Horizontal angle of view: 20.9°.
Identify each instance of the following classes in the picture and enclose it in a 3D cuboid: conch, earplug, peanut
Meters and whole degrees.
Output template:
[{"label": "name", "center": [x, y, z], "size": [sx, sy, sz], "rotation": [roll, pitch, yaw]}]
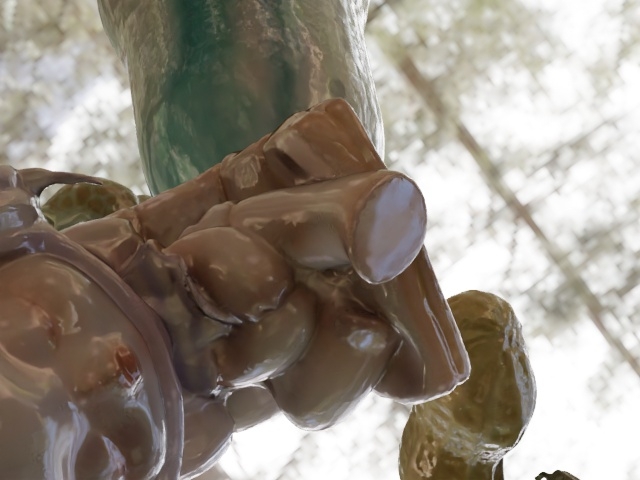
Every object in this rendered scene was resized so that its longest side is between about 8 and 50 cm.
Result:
[{"label": "conch", "center": [-0.237, -0.001, 1.731], "size": [0.116, 0.106, 0.173], "rotation": [-7, -148, 51]}, {"label": "earplug", "center": [-0.038, -0.084, 1.026], "size": [0.185, 0.185, 0.324], "rotation": [-35, -149, 14]}, {"label": "peanut", "center": [0.144, 0.178, 1.658], "size": [0.125, 0.274, 0.111], "rotation": [26, -147, 33]}]

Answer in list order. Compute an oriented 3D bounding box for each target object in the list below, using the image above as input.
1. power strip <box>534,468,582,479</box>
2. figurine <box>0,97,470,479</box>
[{"label": "power strip", "center": [0.283, 0.297, 1.603], "size": [0.078, 0.052, 0.272], "rotation": [-52, -145, -5]}, {"label": "figurine", "center": [-0.080, 0.048, 0.556], "size": [0.236, 0.162, 0.141], "rotation": [-22, -174, -21]}]
